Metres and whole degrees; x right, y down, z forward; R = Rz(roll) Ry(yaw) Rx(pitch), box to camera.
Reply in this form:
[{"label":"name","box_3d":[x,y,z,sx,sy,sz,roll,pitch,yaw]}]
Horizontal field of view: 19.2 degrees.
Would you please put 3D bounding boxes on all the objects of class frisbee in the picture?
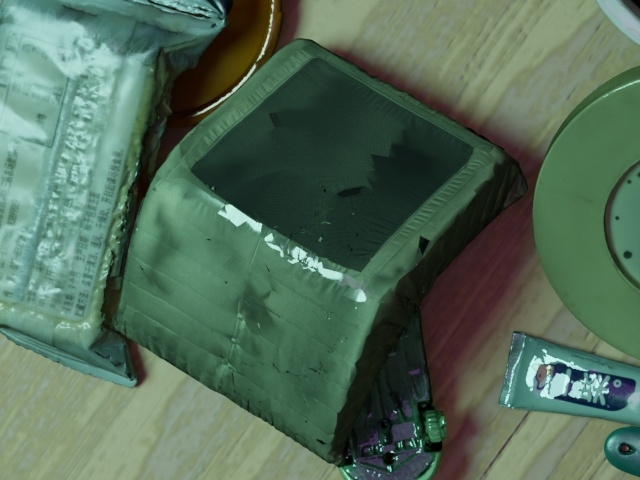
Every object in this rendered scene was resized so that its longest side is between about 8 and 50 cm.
[{"label":"frisbee","box_3d":[-0.119,-0.178,1.398,0.192,0.035,0.192,1,99,9]}]

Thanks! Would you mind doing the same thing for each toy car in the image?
[{"label":"toy car","box_3d":[0.037,0.095,1.369,0.093,0.058,0.186,-10,77,2]}]

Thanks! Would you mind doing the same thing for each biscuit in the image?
[{"label":"biscuit","box_3d":[-0.184,-0.053,1.372,0.186,0.079,0.309,14,101,4]}]

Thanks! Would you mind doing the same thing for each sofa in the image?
[{"label":"sofa","box_3d":[0.000,0.000,1.329,0.210,0.225,0.176,29,137,14]}]

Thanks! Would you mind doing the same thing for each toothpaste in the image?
[{"label":"toothpaste","box_3d":[0.233,0.113,1.358,0.205,0.036,0.056,12,89,11]}]

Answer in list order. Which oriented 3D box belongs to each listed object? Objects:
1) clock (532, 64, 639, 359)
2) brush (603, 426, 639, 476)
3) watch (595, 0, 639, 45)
[{"label":"clock","box_3d":[0.263,-0.015,1.308,0.235,0.029,0.235,7,119,13]},{"label":"brush","box_3d":[0.299,0.165,1.350,0.193,0.032,0.043,11,91,6]},{"label":"watch","box_3d":[0.273,-0.252,1.304,0.244,0.196,0.231,35,115,4]}]
